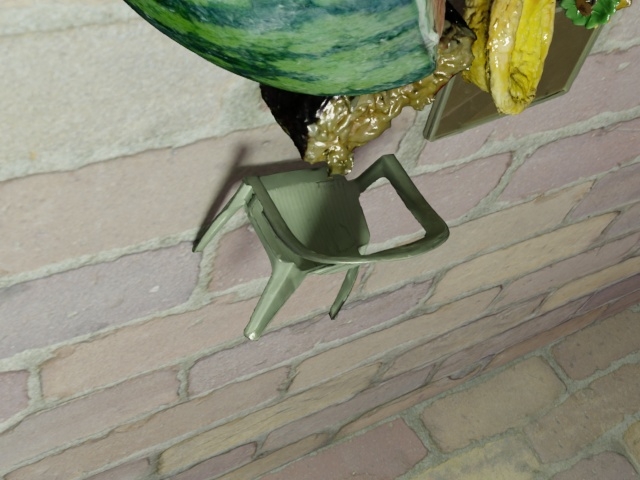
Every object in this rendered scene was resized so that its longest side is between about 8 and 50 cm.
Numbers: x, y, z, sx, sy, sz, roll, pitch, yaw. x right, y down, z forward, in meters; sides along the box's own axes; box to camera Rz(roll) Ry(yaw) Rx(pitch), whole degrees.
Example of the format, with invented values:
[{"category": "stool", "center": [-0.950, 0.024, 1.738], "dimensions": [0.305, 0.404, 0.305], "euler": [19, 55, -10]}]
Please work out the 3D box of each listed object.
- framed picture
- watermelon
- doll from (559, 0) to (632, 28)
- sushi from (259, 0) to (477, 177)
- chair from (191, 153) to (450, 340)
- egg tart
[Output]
[{"category": "framed picture", "center": [0.265, -0.229, 0.945], "dimensions": [0.259, 0.023, 0.189], "euler": [-21, 151, -20]}, {"category": "watermelon", "center": [-0.034, -0.243, 0.441], "dimensions": [0.250, 0.283, 0.293], "euler": [-11, 124, -61]}, {"category": "doll", "center": [0.334, -0.307, 0.864], "dimensions": [0.113, 0.076, 0.078], "euler": [-47, 136, -40]}, {"category": "sushi", "center": [0.045, -0.172, 0.714], "dimensions": [0.212, 0.115, 0.147], "euler": [-35, 154, 9]}, {"category": "chair", "center": [0.000, 0.000, 0.833], "dimensions": [0.203, 0.191, 0.275], "euler": [-13, 158, -30]}, {"category": "egg tart", "center": [0.200, -0.228, 0.776], "dimensions": [0.191, 0.074, 0.191], "euler": [-43, 142, -47]}]
